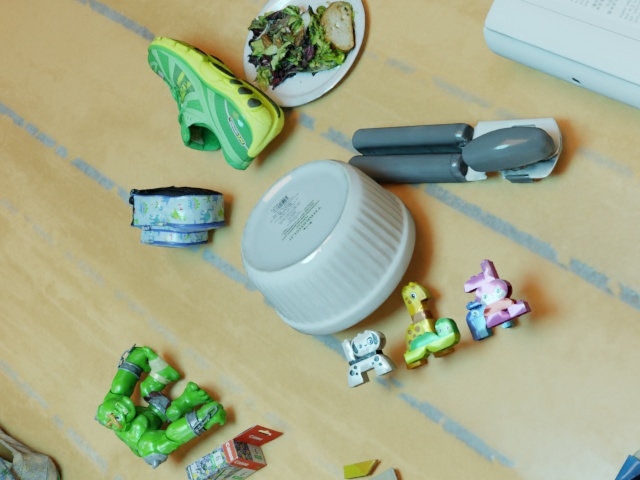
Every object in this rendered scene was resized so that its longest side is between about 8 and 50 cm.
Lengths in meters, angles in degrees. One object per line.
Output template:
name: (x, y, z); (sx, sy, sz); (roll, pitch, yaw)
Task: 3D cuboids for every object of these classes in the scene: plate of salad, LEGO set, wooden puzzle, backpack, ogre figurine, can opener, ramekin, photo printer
plate of salad: (-0.030, -0.280, 1.539); (0.200, 0.048, 0.200); (-11, 68, 30)
LEGO set: (0.129, 0.083, 1.275); (0.227, 0.087, 0.093); (-27, 74, 23)
wooden puzzle: (0.068, 0.305, 1.284); (0.078, 0.014, 0.116); (-29, 59, 27)
backpack: (-0.189, -0.033, 1.522); (0.114, 0.105, 0.084); (0, 96, 33)
ogre figurine: (-0.217, 0.221, 1.456); (0.197, 0.097, 0.118); (34, 75, 22)
can opener: (0.148, -0.114, 1.331); (0.283, 0.095, 0.076); (1, 73, 33)
ramekin: (0.000, 0.000, 1.342); (0.207, 0.109, 0.207); (-27, 41, 26)
photo printer: (0.368, -0.277, 1.239); (0.307, 0.107, 0.256); (29, 90, 36)

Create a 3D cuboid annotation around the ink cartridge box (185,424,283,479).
ink cartridge box: (-0.102, 0.270, 1.375); (0.115, 0.063, 0.029); (-34, 57, 19)

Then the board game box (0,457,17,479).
board game box: (-0.422, 0.425, 1.486); (0.194, 0.060, 0.194); (43, 113, 4)

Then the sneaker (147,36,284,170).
sneaker: (-0.171, -0.195, 1.560); (0.295, 0.109, 0.123); (42, 105, 43)

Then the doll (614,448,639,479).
doll: (0.338, 0.257, 1.102); (0.189, 0.046, 0.129); (-25, 52, 27)

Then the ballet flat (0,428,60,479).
ballet flat: (-0.507, 0.301, 1.603); (0.316, 0.106, 0.107); (8, 77, 35)
